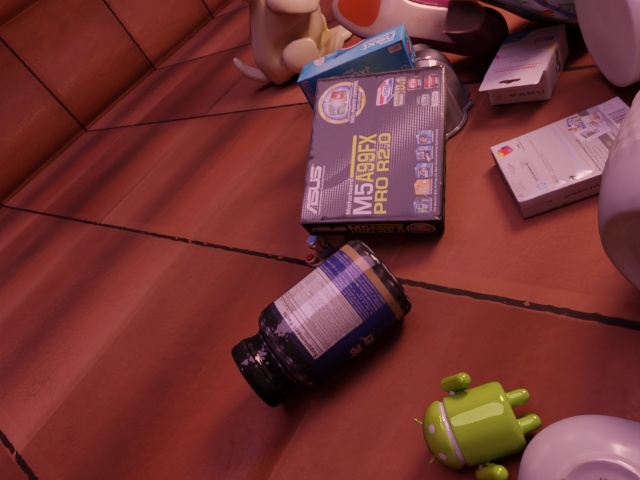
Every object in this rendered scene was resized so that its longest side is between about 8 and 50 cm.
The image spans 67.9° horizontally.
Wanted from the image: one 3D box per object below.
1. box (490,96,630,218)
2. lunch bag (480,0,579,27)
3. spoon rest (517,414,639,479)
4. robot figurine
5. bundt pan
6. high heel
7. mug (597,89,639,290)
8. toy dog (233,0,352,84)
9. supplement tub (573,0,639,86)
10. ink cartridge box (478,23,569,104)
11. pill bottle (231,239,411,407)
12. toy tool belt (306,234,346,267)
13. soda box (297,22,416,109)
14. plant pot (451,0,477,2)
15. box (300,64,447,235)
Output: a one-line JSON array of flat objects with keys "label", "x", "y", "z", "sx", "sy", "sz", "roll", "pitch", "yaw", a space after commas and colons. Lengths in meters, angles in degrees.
[{"label": "box", "x": 0.354, "y": -0.118, "z": 0.670, "sx": 0.186, "sy": 0.038, "sz": 0.145, "roll": -20, "pitch": 39, "yaw": 17}, {"label": "lunch bag", "x": 0.371, "y": -0.467, "z": 0.849, "sx": 0.243, "sy": 0.303, "sz": 0.115, "roll": 46, "pitch": 127, "yaw": 49}, {"label": "spoon rest", "x": 0.286, "y": 0.197, "z": 0.342, "sx": 0.276, "sy": 0.084, "sz": 0.137, "roll": -17, "pitch": 60, "yaw": 35}, {"label": "robot figurine", "x": 0.153, "y": 0.181, "z": 0.466, "sx": 0.115, "sy": 0.067, "sz": 0.101, "roll": -23, "pitch": 70, "yaw": 13}, {"label": "bundt pan", "x": 0.123, "y": -0.275, "z": 0.950, "sx": 0.330, "sy": 0.124, "sz": 0.331, "roll": -21, "pitch": 38, "yaw": 17}, {"label": "high heel", "x": 0.205, "y": -0.461, "z": 1.019, "sx": 0.377, "sy": 0.181, "sz": 0.127, "roll": 30, "pitch": 111, "yaw": 31}, {"label": "mug", "x": 0.445, "y": -0.056, "z": 0.377, "sx": 0.374, "sy": 0.276, "sz": 0.328, "roll": 42, "pitch": 83, "yaw": 22}, {"label": "toy dog", "x": -0.125, "y": -0.683, "z": 1.352, "sx": 0.395, "sy": 0.408, "sz": 0.285, "roll": -9, "pitch": 43, "yaw": 30}, {"label": "supplement tub", "x": 0.550, "y": -0.372, "z": 0.633, "sx": 0.331, "sy": 0.241, "sz": 0.241, "roll": -21, "pitch": 39, "yaw": 18}, {"label": "ink cartridge box", "x": 0.362, "y": -0.301, "z": 0.845, "sx": 0.104, "sy": 0.062, "sz": 0.181, "roll": 6, "pitch": 51, "yaw": 40}, {"label": "pill bottle", "x": -0.001, "y": 0.109, "z": 0.619, "sx": 0.219, "sy": 0.123, "sz": 0.123, "roll": -38, "pitch": 37, "yaw": -4}, {"label": "toy tool belt", "x": 0.000, "y": 0.000, "z": 0.797, "sx": 0.083, "sy": 0.051, "sz": 0.052, "roll": -42, "pitch": 37, "yaw": -9}, {"label": "soda box", "x": 0.066, "y": -0.320, "z": 0.883, "sx": 0.210, "sy": 0.067, "sz": 0.071, "roll": -12, "pitch": 42, "yaw": 26}, {"label": "plant pot", "x": 0.240, "y": -0.605, "z": 1.122, "sx": 0.290, "sy": 0.291, "sz": 0.204, "roll": -28, "pitch": 53, "yaw": 9}, {"label": "box", "x": 0.090, "y": -0.142, "z": 0.761, "sx": 0.216, "sy": 0.060, "sz": 0.270, "roll": 1, "pitch": 70, "yaw": 18}]
